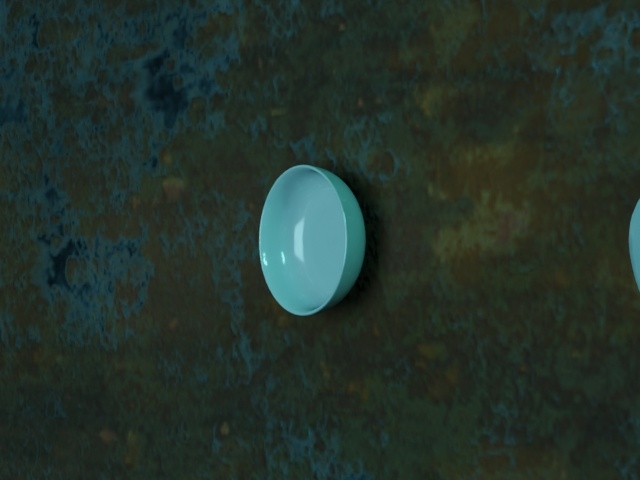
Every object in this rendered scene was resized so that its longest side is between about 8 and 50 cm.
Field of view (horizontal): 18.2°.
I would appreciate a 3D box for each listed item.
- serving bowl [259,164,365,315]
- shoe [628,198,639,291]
[{"bbox_3d":[0.000,0.000,1.109,0.083,0.027,0.083,-2,87,55],"label":"serving bowl"},{"bbox_3d":[0.201,0.037,0.785,0.178,0.081,0.063,48,126,39],"label":"shoe"}]
